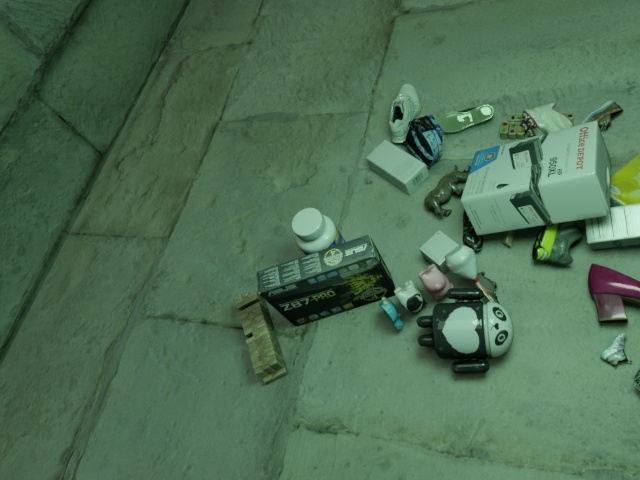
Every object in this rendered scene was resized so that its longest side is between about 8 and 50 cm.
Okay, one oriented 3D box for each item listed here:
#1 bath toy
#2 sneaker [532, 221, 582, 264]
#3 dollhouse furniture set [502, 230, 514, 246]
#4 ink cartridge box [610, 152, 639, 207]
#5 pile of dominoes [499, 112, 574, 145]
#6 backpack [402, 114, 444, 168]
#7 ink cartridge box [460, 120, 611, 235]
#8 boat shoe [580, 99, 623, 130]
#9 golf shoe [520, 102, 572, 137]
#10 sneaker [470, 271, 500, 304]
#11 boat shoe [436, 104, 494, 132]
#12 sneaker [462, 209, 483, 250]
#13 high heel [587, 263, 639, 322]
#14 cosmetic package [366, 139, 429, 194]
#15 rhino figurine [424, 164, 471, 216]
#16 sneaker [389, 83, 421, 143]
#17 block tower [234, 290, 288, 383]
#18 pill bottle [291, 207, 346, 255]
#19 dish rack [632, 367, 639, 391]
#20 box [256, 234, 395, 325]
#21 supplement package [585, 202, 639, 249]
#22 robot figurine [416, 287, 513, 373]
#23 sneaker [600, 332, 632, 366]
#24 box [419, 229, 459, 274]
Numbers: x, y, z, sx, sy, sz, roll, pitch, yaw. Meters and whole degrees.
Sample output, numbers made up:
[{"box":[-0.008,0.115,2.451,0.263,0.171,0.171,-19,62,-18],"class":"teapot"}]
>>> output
[{"box":[0.362,0.153,1.613,0.348,0.151,0.129,-37,92,13],"class":"bath toy"},{"box":[0.786,-0.044,1.614,0.121,0.111,0.300,25,70,11],"class":"sneaker"},{"box":[0.661,-0.031,1.703,0.081,0.091,0.114,15,88,-14],"class":"dollhouse furniture set"},{"box":[1.105,-0.161,1.560,0.307,0.072,0.303,-41,53,-2],"class":"ink cartridge box"},{"box":[0.801,-0.405,1.851,0.251,0.040,0.196,4,62,25],"class":"pile of dominoes"},{"box":[0.414,-0.377,1.931,0.116,0.158,0.173,-23,66,-13],"class":"backpack"},{"box":[0.685,-0.193,1.585,0.395,0.166,0.285,-10,37,38],"class":"ink cartridge box"},{"box":[0.996,-0.427,1.766,0.183,0.066,0.066,-41,55,-5],"class":"boat shoe"},{"box":[0.844,-0.373,1.754,0.140,0.115,0.306,-25,62,-2],"class":"golf shoe"},{"box":[0.547,0.159,1.606,0.065,0.061,0.158,-26,54,-2],"class":"sneaker"},{"box":[0.573,-0.480,1.978,0.227,0.068,0.081,-10,97,22],"class":"boat shoe"},{"box":[0.523,-0.048,1.728,0.067,0.078,0.188,-8,59,19],"class":"sneaker"},{"box":[0.968,0.127,1.398,0.377,0.127,0.181,-8,69,22],"class":"high heel"},{"box":[0.302,-0.291,1.966,0.117,0.085,0.231,-42,52,-6],"class":"cosmetic package"},{"box":[0.479,-0.193,1.838,0.106,0.073,0.243,34,76,31],"class":"rhino figurine"},{"box":[0.348,-0.550,2.074,0.111,0.129,0.297,-1,59,24],"class":"sneaker"},{"box":[-0.217,0.338,1.796,0.091,0.097,0.335,-28,55,6],"class":"block tower"},{"box":[0.000,0.000,1.798,0.152,0.272,0.152,-10,58,17],"class":"pill bottle"},{"box":[0.964,0.410,1.272,0.208,0.074,0.271,-34,52,-1],"class":"dish rack"},{"box":[0.030,0.145,1.671,0.394,0.318,0.097,-18,55,11],"class":"box"},{"box":[0.910,-0.042,1.507,0.179,0.105,0.105,-10,72,37],"class":"supplement package"},{"box":[0.437,0.271,1.509,0.278,0.209,0.173,-5,27,20],"class":"robot figurine"},{"box":[0.848,0.313,1.401,0.098,0.038,0.069,-50,56,1],"class":"sneaker"},{"box":[0.416,0.042,1.711,0.102,0.087,0.101,-41,54,-5],"class":"box"}]
